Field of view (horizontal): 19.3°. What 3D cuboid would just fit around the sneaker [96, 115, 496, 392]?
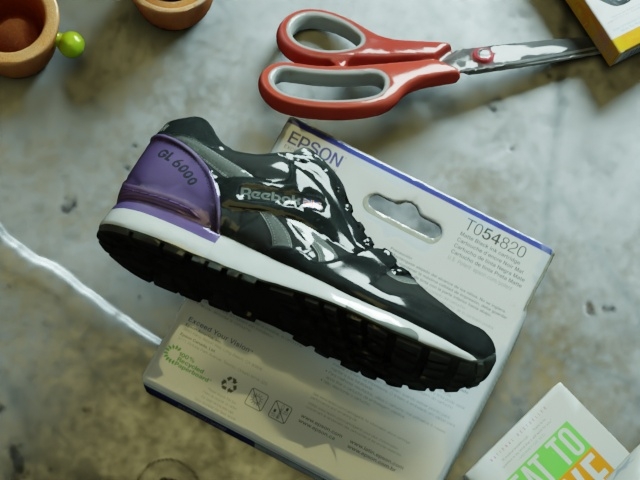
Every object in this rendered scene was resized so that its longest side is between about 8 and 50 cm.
[{"bbox_3d":[0.000,0.000,1.276,0.283,0.107,0.124,24,69,5],"label":"sneaker"}]

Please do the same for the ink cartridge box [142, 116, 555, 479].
[{"bbox_3d":[0.021,0.058,1.336,0.223,0.045,0.224,28,76,6],"label":"ink cartridge box"}]

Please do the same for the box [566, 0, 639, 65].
[{"bbox_3d":[0.216,-0.206,1.414,0.081,0.028,0.136,-27,75,-20],"label":"box"}]

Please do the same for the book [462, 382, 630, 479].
[{"bbox_3d":[0.183,0.185,1.317,0.096,0.035,0.144,-43,83,-10],"label":"book"}]

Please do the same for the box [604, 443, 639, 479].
[{"bbox_3d":[0.253,0.264,1.201,0.232,0.148,0.127,39,120,-1],"label":"box"}]

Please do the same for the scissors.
[{"bbox_3d":[0.103,-0.123,1.384,0.297,0.021,0.109,4,47,-4],"label":"scissors"}]

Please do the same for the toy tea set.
[{"bbox_3d":[-0.237,-0.210,1.358,0.336,0.124,0.200,-16,76,-6],"label":"toy tea set"}]
